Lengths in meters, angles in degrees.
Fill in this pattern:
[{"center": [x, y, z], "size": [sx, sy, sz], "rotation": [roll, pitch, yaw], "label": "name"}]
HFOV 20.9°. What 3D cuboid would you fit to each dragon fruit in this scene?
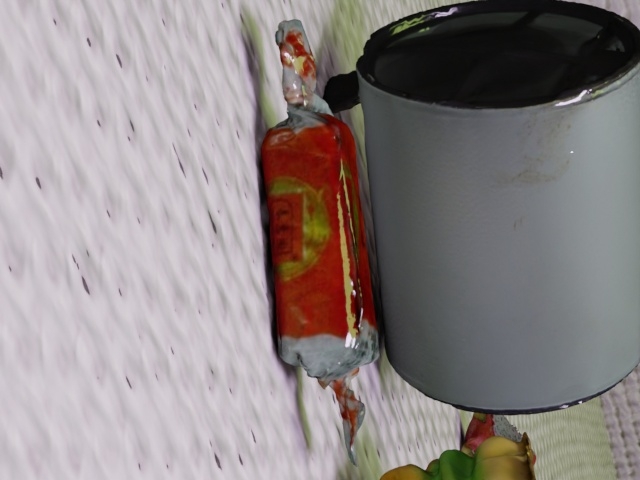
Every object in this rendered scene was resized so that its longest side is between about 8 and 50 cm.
[{"center": [0.172, 0.214, 1.747], "size": [0.083, 0.060, 0.056], "rotation": [49, 30, -16], "label": "dragon fruit"}]

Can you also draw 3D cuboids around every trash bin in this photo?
[{"center": [0.146, -0.031, 1.360], "size": [0.217, 0.277, 0.262], "rotation": [-69, 157, -60], "label": "trash bin"}]

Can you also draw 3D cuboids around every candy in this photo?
[{"center": [-0.001, 0.000, 1.118], "size": [0.086, 0.059, 0.292], "rotation": [37, 46, -77], "label": "candy"}]

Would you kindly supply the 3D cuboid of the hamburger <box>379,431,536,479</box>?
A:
[{"center": [0.098, 0.253, 1.189], "size": [0.237, 0.149, 0.237], "rotation": [-13, 90, -85], "label": "hamburger"}]
